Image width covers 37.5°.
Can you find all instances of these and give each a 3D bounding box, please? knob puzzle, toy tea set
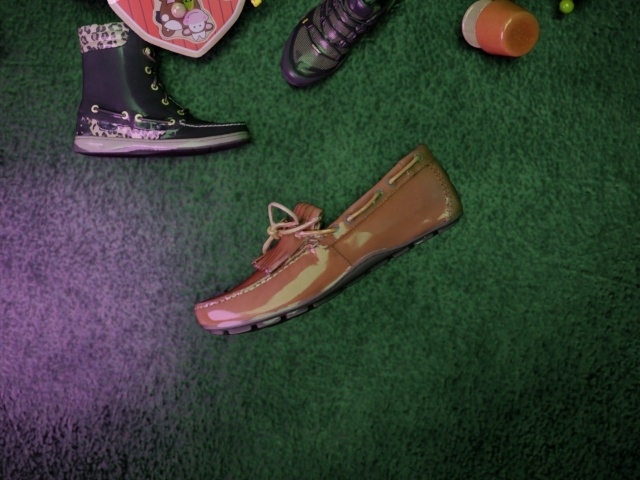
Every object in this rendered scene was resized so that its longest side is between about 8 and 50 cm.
[{"bbox_3d":[-0.175,-0.323,1.201,0.213,0.030,0.213,-9,121,-14],"label":"knob puzzle"},{"bbox_3d":[0.306,-0.399,1.253,0.336,0.124,0.200,-40,120,-1],"label":"toy tea set"}]

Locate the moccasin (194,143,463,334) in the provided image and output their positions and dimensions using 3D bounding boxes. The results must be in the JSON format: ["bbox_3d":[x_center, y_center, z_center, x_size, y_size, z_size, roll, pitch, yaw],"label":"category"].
[{"bbox_3d":[0.000,0.000,1.237,0.380,0.139,0.147,-31,90,1],"label":"moccasin"}]

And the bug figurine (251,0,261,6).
[{"bbox_3d":[-0.123,-0.458,1.256,0.216,0.072,0.279,-36,96,8],"label":"bug figurine"}]

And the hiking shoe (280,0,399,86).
[{"bbox_3d":[0.030,-0.299,1.239,0.086,0.114,0.227,44,92,0],"label":"hiking shoe"}]

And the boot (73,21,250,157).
[{"bbox_3d":[-0.215,-0.203,1.262,0.236,0.085,0.179,-2,89,1],"label":"boot"}]
